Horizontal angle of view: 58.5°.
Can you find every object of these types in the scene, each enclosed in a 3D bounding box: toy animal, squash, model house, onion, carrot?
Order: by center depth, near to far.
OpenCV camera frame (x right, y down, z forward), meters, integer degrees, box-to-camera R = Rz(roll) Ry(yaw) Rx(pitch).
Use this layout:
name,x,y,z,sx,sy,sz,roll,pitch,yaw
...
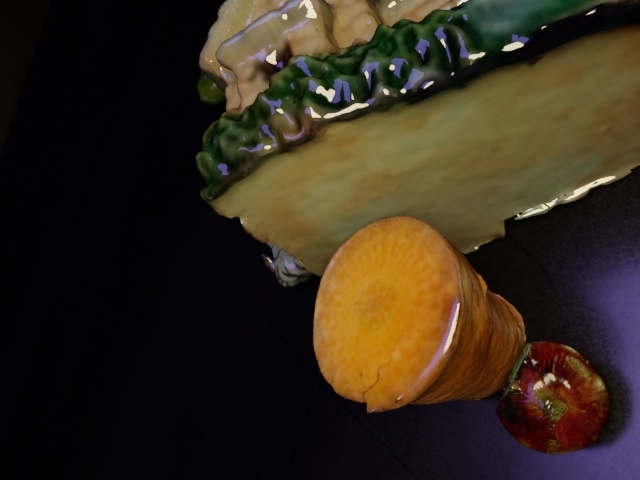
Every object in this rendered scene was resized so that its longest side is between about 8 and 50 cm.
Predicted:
name,x,y,z,sx,sy,sz,roll,pitch,yaw
onion,0.251,0.171,0.614,0.118,0.119,0.117,36,106,43
carrot,0.136,0.102,0.641,0.196,0.254,0.196,-19,60,38
model house,0.108,-0.223,0.669,0.445,0.395,0.400,-25,59,22
toy animal,0.002,-0.018,0.919,0.255,0.090,0.170,-13,74,43
squash,-0.148,-0.404,1.179,0.331,0.087,0.087,-42,53,24
